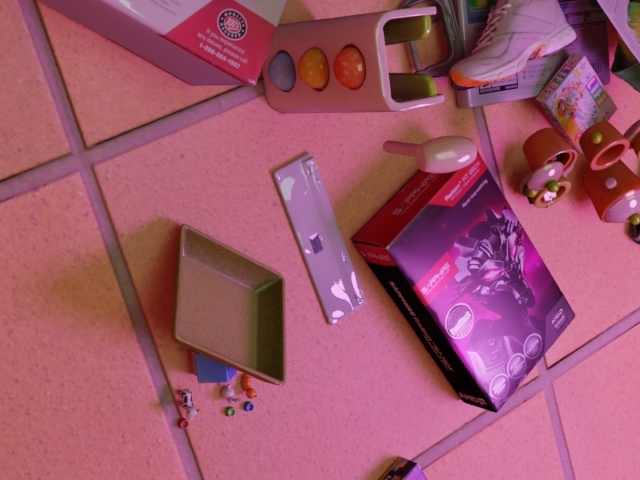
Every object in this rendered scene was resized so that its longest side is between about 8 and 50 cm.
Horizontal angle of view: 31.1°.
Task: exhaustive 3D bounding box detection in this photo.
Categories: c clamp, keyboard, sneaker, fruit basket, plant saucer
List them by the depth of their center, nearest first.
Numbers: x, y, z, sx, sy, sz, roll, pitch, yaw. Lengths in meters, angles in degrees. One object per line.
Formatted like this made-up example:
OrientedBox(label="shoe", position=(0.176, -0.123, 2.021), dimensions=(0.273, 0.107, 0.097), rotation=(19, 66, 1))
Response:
OrientedBox(label="plant saucer", position=(-0.131, 0.096, 1.562), dimensions=(0.188, 0.045, 0.188), rotation=(29, 43, -33))
OrientedBox(label="keyboard", position=(0.000, 0.000, 1.705), dimensions=(0.072, 0.014, 0.256), rotation=(-29, 110, -23))
OrientedBox(label="c clamp", position=(0.158, -0.303, 1.760), dimensions=(0.137, 0.022, 0.160), rotation=(-14, 100, -19))
OrientedBox(label="sneaker", position=(0.280, -0.319, 1.779), dimensions=(0.262, 0.099, 0.121), rotation=(-32, 104, -35))
OrientedBox(label="fruit basket", position=(0.522, -0.414, 1.907), dimensions=(0.353, 0.165, 0.327), rotation=(43, 47, -21))

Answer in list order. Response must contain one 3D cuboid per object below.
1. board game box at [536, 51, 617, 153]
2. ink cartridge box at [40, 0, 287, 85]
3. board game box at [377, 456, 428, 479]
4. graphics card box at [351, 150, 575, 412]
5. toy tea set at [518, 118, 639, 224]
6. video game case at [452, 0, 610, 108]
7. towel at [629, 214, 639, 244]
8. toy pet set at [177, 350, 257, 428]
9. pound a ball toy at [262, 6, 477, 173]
OrientedBox(label="board game box", position=(0.431, -0.229, 1.931), dimensions=(0.103, 0.026, 0.154), rotation=(-52, 134, -3))
OrientedBox(label="ink cartridge box", position=(-0.159, -0.426, 1.455), dimensions=(0.279, 0.160, 0.384), rotation=(26, 80, -34))
OrientedBox(label="board game box", position=(0.132, 0.453, 1.822), dimensions=(0.141, 0.048, 0.170), rotation=(-43, 117, -22))
OrientedBox(label="graphics card box", position=(0.235, 0.064, 1.823), dimensions=(0.233, 0.094, 0.371), rotation=(-46, 119, -22))
OrientedBox(label="toy tea set", position=(0.451, -0.098, 1.882), dimensions=(0.336, 0.200, 0.124), rotation=(-8, 56, -33))
OrientedBox(label="video game case", position=(0.343, -0.385, 1.882), dimensions=(0.329, 0.036, 0.300), rotation=(-13, 103, -32))
OrientedBox(label="towel", position=(0.735, -0.087, 2.184), dimensions=(0.370, 0.040, 0.271), rotation=(15, 87, -37))
OrientedBox(label="toy pet set", position=(-0.135, 0.203, 1.600), dimensions=(0.122, 0.065, 0.114), rotation=(-12, 102, -33))
OrientedBox(label="pound a ball toy", position=(0.048, -0.194, 1.528), dimensions=(0.136, 0.319, 0.208), rotation=(-14, 103, -32))
